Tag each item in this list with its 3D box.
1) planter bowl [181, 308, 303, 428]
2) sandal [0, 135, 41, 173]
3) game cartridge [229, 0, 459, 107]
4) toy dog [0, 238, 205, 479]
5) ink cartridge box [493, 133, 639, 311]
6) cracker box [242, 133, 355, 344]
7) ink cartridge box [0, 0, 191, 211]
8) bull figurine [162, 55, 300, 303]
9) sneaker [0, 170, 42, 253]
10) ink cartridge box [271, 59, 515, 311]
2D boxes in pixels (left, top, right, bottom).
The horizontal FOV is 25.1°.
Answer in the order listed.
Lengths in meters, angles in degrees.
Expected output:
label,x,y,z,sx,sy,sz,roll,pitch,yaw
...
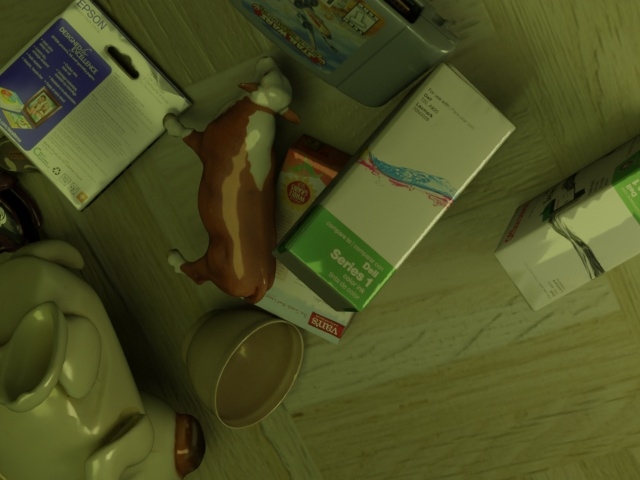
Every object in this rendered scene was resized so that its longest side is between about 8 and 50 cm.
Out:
label,x,y,z,sx,sy,sz,roll,pitch,yaw
planter bowl,-0.117,0.156,1.932,0.109,0.162,0.162,31,123,34
sandal,-0.363,-0.118,1.937,0.180,0.049,0.072,-5,112,14
game cartridge,0.000,-0.283,1.686,0.297,0.062,0.198,39,146,-10
toy dog,-0.346,0.240,1.950,0.285,0.395,0.408,-22,128,17
ink cartridge box,0.325,-0.028,1.685,0.219,0.160,0.092,-32,99,27
cracker box,0.000,0.000,1.860,0.156,0.067,0.232,26,118,7
ink cartridge box,-0.310,-0.181,1.879,0.208,0.045,0.206,-43,96,5
bull figurine,-0.112,-0.078,1.802,0.188,0.101,0.310,13,102,51
sneaker,-0.475,0.022,2.011,0.163,0.106,0.281,15,116,8
ink cartridge box,0.080,-0.056,1.667,0.117,0.201,0.278,41,84,-3
